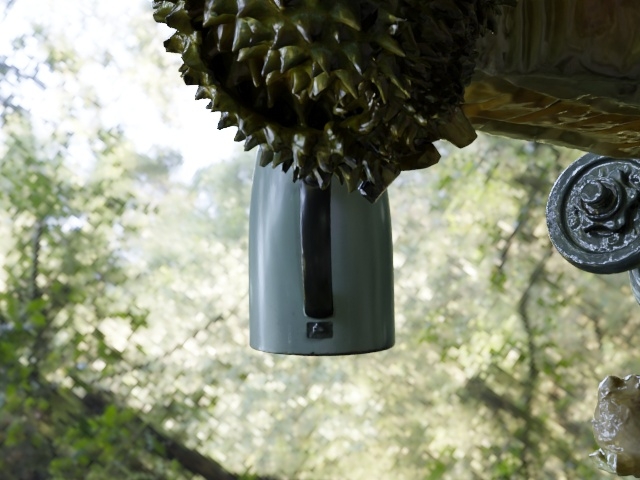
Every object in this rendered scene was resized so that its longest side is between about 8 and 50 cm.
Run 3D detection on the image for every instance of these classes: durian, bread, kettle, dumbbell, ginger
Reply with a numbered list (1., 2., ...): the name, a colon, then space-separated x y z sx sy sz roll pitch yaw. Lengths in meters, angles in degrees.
1. durian: 0.002 -0.180 0.756 0.258 0.258 0.292 -38 -37 -37
2. bread: 0.223 -0.185 1.043 0.389 0.236 0.183 8 -105 -33
3. kettle: 0.000 0.000 1.335 0.221 0.161 0.236 -47 -43 -85
4. dumbbell: 0.452 0.001 1.703 0.406 0.179 0.179 28 -83 -49
5. ginger: 0.427 0.226 1.552 0.115 0.193 0.122 162 108 -71
